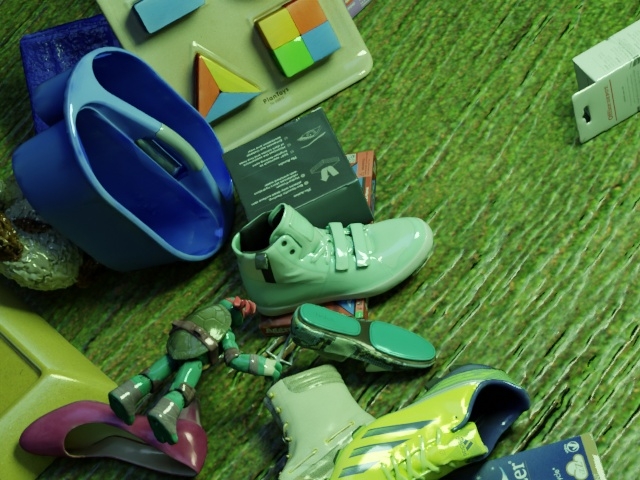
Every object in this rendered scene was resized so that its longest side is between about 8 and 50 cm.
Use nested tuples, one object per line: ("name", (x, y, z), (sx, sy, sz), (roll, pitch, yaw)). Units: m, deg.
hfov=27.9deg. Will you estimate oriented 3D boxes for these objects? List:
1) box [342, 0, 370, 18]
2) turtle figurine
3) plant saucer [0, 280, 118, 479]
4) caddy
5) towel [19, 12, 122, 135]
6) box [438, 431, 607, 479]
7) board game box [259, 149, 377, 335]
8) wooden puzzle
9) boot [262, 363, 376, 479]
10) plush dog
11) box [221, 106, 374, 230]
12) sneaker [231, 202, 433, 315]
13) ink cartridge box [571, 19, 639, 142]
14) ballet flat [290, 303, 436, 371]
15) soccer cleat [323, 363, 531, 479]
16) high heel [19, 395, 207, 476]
("box", (0.068, -0.497, 2.099), (0.293, 0.057, 0.201), (-44, 51, -14))
("turtle figurine", (-0.149, 0.147, 1.622), (0.234, 0.118, 0.175), (-43, 27, -30))
("plant saucer", (-0.498, 0.220, 1.761), (0.333, 0.081, 0.333), (-45, 52, -15))
("caddy", (-0.251, -0.106, 1.762), (0.179, 0.341, 0.241), (-17, 49, 31))
("towel", (-0.315, -0.262, 2.008), (0.308, 0.076, 0.227), (-16, 75, 10))
("box", (0.218, 0.310, 1.456), (0.225, 0.036, 0.136), (-18, 51, 8))
("board game box", (0.000, 0.000, 1.774), (0.145, 0.027, 0.281), (-8, 53, 17))
("wooden puzzle", (-0.131, -0.327, 1.894), (0.322, 0.347, 0.080), (-30, 12, -3))
("boot", (-0.032, 0.255, 1.563), (0.213, 0.077, 0.165), (-32, 51, -11))
("plush dog", (-0.426, -0.008, 1.839), (0.225, 0.262, 0.210), (40, 108, 47))
("box", (-0.031, -0.074, 1.761), (0.156, 0.093, 0.158), (-25, 49, 1))
("sneaker", (0.014, 0.005, 1.650), (0.256, 0.151, 0.094), (-19, 49, 4))
("ink cartridge box", (0.405, -0.222, 1.738), (0.180, 0.104, 0.060), (-30, 50, -3))
("ballet flat", (0.050, 0.131, 1.624), (0.188, 0.070, 0.070), (20, 59, -4))
("soccer cleat", (0.121, 0.236, 1.467), (0.289, 0.093, 0.121), (-35, 29, -29))
("high heel", (-0.264, 0.266, 1.635), (0.244, 0.082, 0.117), (-6, 41, -2))
